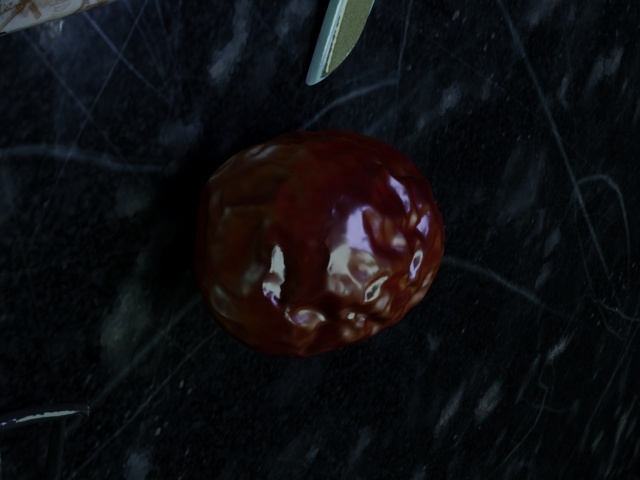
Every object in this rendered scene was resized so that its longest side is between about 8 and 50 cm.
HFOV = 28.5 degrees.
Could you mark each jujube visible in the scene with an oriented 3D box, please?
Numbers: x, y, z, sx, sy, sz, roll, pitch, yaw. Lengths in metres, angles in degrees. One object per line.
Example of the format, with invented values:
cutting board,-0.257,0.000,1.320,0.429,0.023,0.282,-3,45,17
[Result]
jujube,0.000,0.000,0.967,0.250,0.174,0.174,-25,132,-66

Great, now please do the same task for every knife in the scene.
knife,0.057,-0.282,0.993,0.061,0.027,0.343,3,111,-63

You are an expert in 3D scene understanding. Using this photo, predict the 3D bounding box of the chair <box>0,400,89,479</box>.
chair,-0.192,0.259,0.847,0.154,0.141,0.260,-26,135,-52

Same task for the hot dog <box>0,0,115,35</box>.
hot dog,-0.137,-0.171,0.706,0.191,0.059,0.108,-36,153,-50
